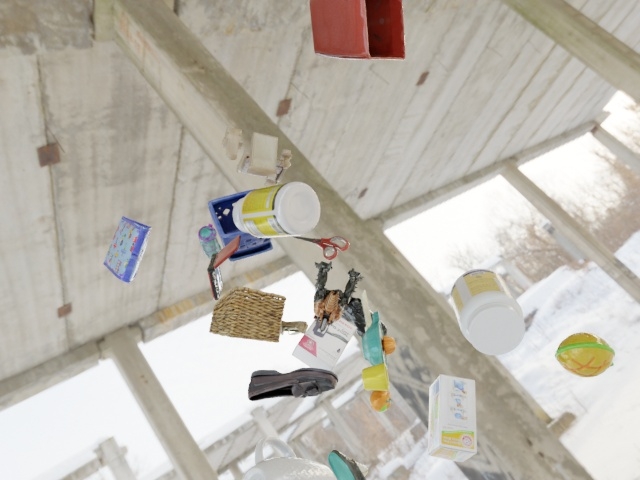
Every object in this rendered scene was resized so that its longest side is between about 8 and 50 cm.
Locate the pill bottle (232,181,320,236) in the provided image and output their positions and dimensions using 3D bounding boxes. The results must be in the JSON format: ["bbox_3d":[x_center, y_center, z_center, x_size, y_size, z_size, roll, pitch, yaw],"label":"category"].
[{"bbox_3d":[-0.173,-0.105,1.919,0.188,0.187,0.334,-21,12,-40],"label":"pill bottle"}]

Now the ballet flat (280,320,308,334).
[{"bbox_3d":[-0.162,0.421,2.525,0.206,0.067,0.073,-4,-39,19],"label":"ballet flat"}]

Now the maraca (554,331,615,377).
[{"bbox_3d":[0.625,0.276,1.238,0.127,0.099,0.186,-10,-33,30],"label":"maraca"}]

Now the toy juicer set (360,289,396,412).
[{"bbox_3d":[0.169,0.314,1.447,0.090,0.329,0.209,-10,-53,9],"label":"toy juicer set"}]

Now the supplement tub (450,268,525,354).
[{"bbox_3d":[0.655,0.277,2.073,0.241,0.241,0.331,-47,11,18],"label":"supplement tub"}]

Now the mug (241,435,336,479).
[{"bbox_3d":[-0.147,0.933,2.023,0.276,0.374,0.328,-42,-49,19],"label":"mug"}]

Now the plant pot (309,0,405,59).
[{"bbox_3d":[0.115,-0.729,1.757,0.267,0.236,0.267,-25,-66,-51],"label":"plant pot"}]

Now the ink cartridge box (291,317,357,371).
[{"bbox_3d":[0.019,0.412,2.162,0.237,0.172,0.100,-51,-9,-45],"label":"ink cartridge box"}]

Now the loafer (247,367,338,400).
[{"bbox_3d":[-0.091,0.472,1.676,0.303,0.095,0.109,-6,-49,20],"label":"loafer"}]

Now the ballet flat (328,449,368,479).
[{"bbox_3d":[0.133,0.816,1.752,0.096,0.280,0.095,-7,-43,-41],"label":"ballet flat"}]

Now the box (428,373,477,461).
[{"bbox_3d":[0.367,0.497,1.471,0.114,0.103,0.203,101,179,-54],"label":"box"}]

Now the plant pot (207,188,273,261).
[{"bbox_3d":[-0.335,-0.054,2.277,0.236,0.236,0.212,-18,-38,-15],"label":"plant pot"}]

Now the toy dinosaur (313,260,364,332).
[{"bbox_3d":[0.043,0.192,1.688,0.322,0.164,0.218,-14,56,67],"label":"toy dinosaur"}]

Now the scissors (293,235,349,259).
[{"bbox_3d":[0.000,0.000,2.046,0.109,0.297,0.021,-45,-54,-12],"label":"scissors"}]

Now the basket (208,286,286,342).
[{"bbox_3d":[-0.332,0.328,2.357,0.299,0.223,0.213,16,-12,-41],"label":"basket"}]

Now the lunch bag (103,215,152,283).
[{"bbox_3d":[-0.769,0.038,2.124,0.138,0.293,0.220,22,-91,-25],"label":"lunch bag"}]

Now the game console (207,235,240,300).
[{"bbox_3d":[-0.233,0.067,1.322,0.085,0.124,0.144,-10,15,-3],"label":"game console"}]

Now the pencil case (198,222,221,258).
[{"bbox_3d":[-0.393,0.006,1.872,0.151,0.065,0.070,97,-165,-63],"label":"pencil case"}]

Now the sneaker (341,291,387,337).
[{"bbox_3d":[0.174,0.325,2.284,0.109,0.286,0.130,-32,-45,-30],"label":"sneaker"}]

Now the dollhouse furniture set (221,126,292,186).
[{"bbox_3d":[-0.301,-0.291,2.257,0.303,0.173,0.355,10,-26,-18],"label":"dollhouse furniture set"}]
